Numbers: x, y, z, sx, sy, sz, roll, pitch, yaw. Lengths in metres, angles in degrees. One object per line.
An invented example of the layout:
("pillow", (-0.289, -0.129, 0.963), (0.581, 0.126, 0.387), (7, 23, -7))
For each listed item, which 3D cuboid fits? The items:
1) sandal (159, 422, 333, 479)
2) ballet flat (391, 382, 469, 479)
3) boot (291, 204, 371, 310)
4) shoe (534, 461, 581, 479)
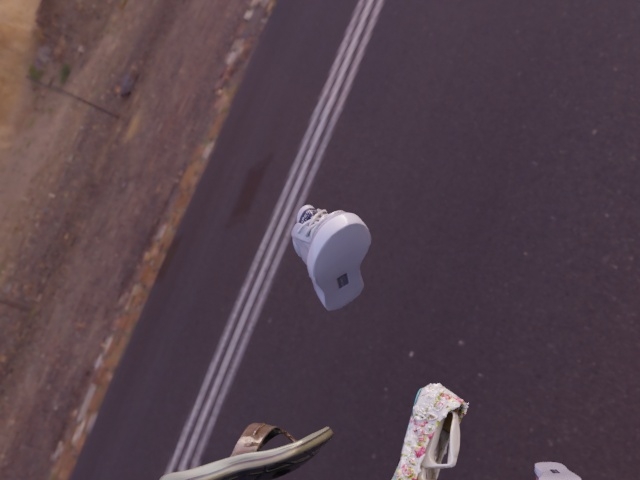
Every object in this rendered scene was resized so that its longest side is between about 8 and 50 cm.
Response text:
("sandal", (-0.116, 0.342, 1.393), (0.120, 0.302, 0.086), (119, 137, -54))
("ballet flat", (0.148, 0.321, 1.206), (0.077, 0.091, 0.241), (9, 79, 36))
("boot", (0.000, 0.000, 1.196), (0.123, 0.095, 0.258), (57, 166, 22))
("shoe", (0.366, 0.400, 1.329), (0.178, 0.063, 0.081), (28, -120, -83))
